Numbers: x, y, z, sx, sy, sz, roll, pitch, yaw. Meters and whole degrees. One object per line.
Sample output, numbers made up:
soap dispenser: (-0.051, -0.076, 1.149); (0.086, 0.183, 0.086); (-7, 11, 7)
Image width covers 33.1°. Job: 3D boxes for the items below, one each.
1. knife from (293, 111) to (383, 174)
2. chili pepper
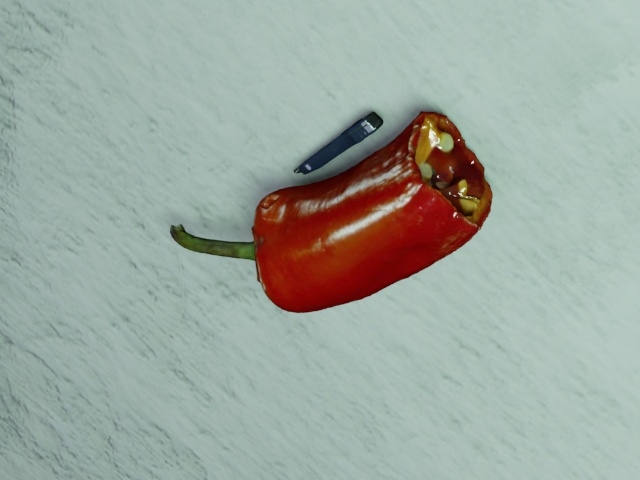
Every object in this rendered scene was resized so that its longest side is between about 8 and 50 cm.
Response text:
knife: (0.016, -0.092, 1.057); (0.121, 0.031, 0.018); (-34, 100, 38)
chili pepper: (0.001, 0.005, 1.053); (0.338, 0.135, 0.131); (-25, 130, 32)
